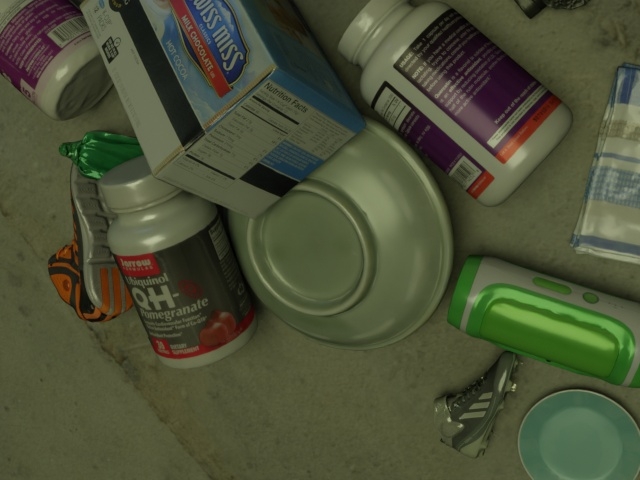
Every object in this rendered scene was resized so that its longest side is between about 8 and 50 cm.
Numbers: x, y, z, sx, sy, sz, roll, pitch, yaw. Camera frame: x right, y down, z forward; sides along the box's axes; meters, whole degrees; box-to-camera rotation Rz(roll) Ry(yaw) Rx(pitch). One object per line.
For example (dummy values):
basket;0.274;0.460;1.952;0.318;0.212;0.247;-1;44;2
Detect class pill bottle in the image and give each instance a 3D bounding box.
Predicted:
pill bottle;-0.481;-0.348;1.513;0.301;0.169;0.169;42;110;6
pill bottle;-0.227;0.028;1.466;0.176;0.176;0.318;-10;114;19
pill bottle;0.184;-0.210;1.322;0.323;0.181;0.181;43;110;6

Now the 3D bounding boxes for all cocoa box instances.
cocoa box;-0.140;-0.250;1.323;0.228;0.231;0.347;-39;59;19

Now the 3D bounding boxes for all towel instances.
towel;0.490;-0.095;1.326;0.209;0.034;0.284;14;105;14

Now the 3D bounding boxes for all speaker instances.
speaker;0.343;0.117;1.369;0.297;0.131;0.131;18;106;13

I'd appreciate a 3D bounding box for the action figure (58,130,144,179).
action figure;-0.304;-0.125;1.507;0.232;0.063;0.137;12;105;-18

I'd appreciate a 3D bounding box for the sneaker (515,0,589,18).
sneaker;0.300;-0.384;1.320;0.089;0.051;0.170;-35;94;21

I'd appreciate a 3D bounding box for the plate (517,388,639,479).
plate;0.402;0.317;1.446;0.188;0.024;0.188;3;102;16

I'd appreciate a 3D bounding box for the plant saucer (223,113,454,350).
plant saucer;0.000;0.000;1.419;0.401;0.100;0.400;12;115;27

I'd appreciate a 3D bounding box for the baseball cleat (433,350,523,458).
baseball cleat;0.235;0.248;1.447;0.110;0.072;0.205;21;116;13

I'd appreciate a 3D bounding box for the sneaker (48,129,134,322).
sneaker;-0.398;-0.018;1.579;0.180;0.125;0.321;-18;69;48
